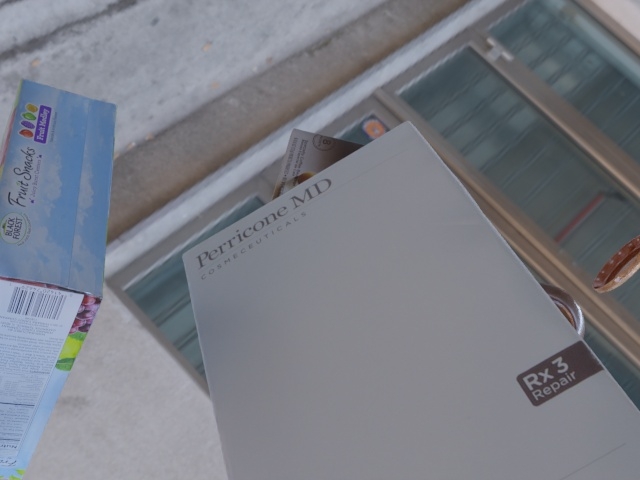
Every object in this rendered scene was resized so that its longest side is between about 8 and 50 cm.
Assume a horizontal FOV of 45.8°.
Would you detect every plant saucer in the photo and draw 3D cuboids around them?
[{"bbox_3d":[0.335,0.027,0.838,0.083,0.013,0.083,-48,175,-5],"label":"plant saucer"},{"bbox_3d":[0.406,0.164,1.411,0.168,0.168,0.029,-47,177,14],"label":"plant saucer"}]

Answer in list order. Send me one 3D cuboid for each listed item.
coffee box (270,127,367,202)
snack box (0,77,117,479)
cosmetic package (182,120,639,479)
[{"bbox_3d":[0.000,0.000,0.928,0.098,0.141,0.246,104,1,-62],"label":"coffee box"},{"bbox_3d":[-0.197,0.030,0.500,0.070,0.174,0.207,13,131,-23],"label":"snack box"},{"bbox_3d":[0.060,0.114,0.476,0.217,0.385,0.156,-32,131,3],"label":"cosmetic package"}]
